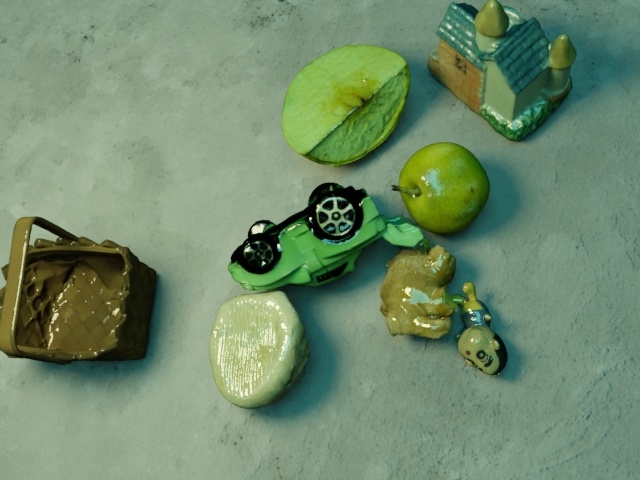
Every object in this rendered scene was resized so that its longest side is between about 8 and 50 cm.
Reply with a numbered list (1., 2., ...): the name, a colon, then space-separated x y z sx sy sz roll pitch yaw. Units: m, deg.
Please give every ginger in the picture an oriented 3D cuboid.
1. ginger: 0.186 0.086 1.354 0.157 0.102 0.216 -10 56 35

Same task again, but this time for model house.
1. model house: 0.360 -0.387 1.374 0.194 0.325 0.267 -41 69 -3

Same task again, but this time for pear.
1. pear: 0.039 -0.292 1.511 0.288 0.139 0.239 -42 54 -1
2. pear: 0.223 -0.098 1.365 0.166 0.216 0.180 -15 89 47

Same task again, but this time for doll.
1. doll: 0.292 0.172 1.323 0.089 0.102 0.179 -9 63 -34

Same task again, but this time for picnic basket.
1. picnic basket: -0.501 0.112 1.374 0.291 0.321 0.254 0 75 13

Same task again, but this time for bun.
1. bun: -0.106 0.208 1.356 0.231 0.133 0.231 -11 70 33

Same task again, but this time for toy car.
1. toy car: 0.000 0.000 1.381 0.358 0.213 0.176 -29 99 2
